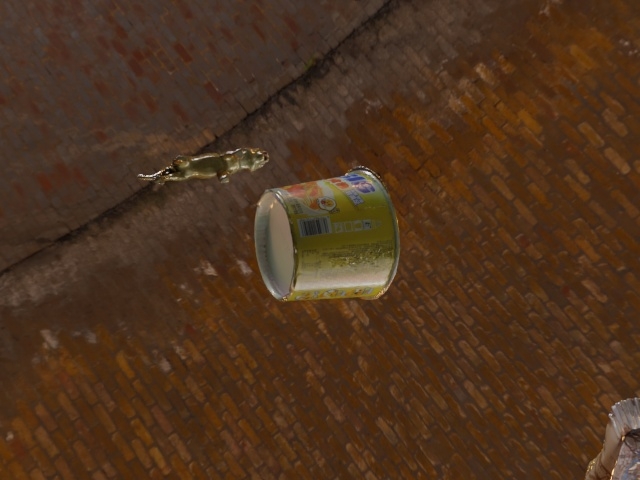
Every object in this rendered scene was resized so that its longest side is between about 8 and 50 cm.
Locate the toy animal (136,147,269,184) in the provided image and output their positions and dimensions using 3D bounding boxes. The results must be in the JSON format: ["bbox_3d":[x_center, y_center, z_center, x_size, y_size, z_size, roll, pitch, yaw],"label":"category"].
[{"bbox_3d":[-0.209,-0.133,0.862,0.241,0.099,0.056,-10,-77,-11],"label":"toy animal"}]

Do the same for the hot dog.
[{"bbox_3d":[0.451,0.314,0.660,0.131,0.069,0.252,2,-57,18],"label":"hot dog"}]

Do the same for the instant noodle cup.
[{"bbox_3d":[0.000,0.000,0.683,0.153,0.205,0.204,-8,-99,-27],"label":"instant noodle cup"}]
